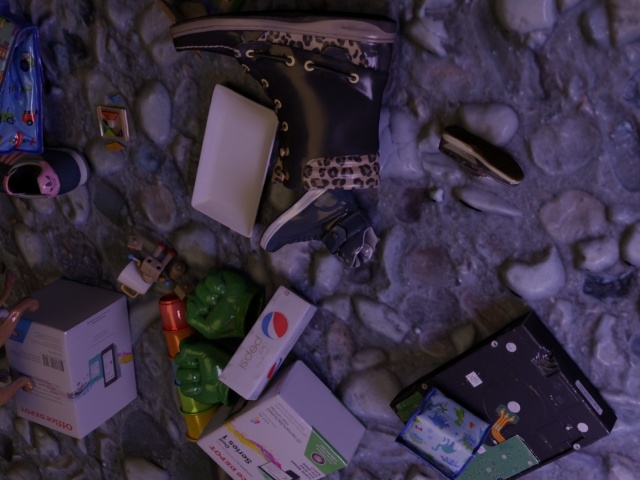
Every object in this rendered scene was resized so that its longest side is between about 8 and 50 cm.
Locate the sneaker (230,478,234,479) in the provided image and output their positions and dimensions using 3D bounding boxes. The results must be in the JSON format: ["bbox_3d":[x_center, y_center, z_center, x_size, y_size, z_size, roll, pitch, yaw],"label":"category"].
[{"bbox_3d":[-0.180,0.562,2.039,0.092,0.087,0.228,50,169,5],"label":"sneaker"}]

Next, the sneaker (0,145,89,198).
[{"bbox_3d":[-0.647,-0.141,2.035,0.319,0.131,0.112,-2,110,33],"label":"sneaker"}]

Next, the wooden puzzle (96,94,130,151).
[{"bbox_3d":[-0.416,-0.233,1.920,0.078,0.014,0.116,3,113,31],"label":"wooden puzzle"}]

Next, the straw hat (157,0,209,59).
[{"bbox_3d":[-0.226,-0.391,1.691,0.061,0.144,0.144,-37,90,-3],"label":"straw hat"}]

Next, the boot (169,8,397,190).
[{"bbox_3d":[-0.063,-0.232,1.574,0.377,0.138,0.284,3,107,11],"label":"boot"}]

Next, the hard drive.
[{"bbox_3d":[0.311,0.297,1.679,0.237,0.064,0.339,51,128,2],"label":"hard drive"}]

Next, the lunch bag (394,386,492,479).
[{"bbox_3d":[0.206,0.351,1.678,0.129,0.096,0.151,35,141,10],"label":"lunch bag"}]

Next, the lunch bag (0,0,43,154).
[{"bbox_3d":[-0.666,-0.342,1.946,0.221,0.138,0.293,28,116,37],"label":"lunch bag"}]

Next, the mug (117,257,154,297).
[{"bbox_3d":[-0.386,0.083,2.029,0.064,0.062,0.078,38,157,1],"label":"mug"}]

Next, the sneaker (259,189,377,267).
[{"bbox_3d":[-0.001,0.000,1.721,0.226,0.086,0.163,-40,85,37],"label":"sneaker"}]

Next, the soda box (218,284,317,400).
[{"bbox_3d":[-0.098,0.194,1.813,0.074,0.069,0.216,33,87,16],"label":"soda box"}]

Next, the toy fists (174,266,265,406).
[{"bbox_3d":[-0.213,0.192,1.904,0.142,0.096,0.279,19,104,22],"label":"toy fists"}]

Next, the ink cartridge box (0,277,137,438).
[{"bbox_3d":[-0.552,0.257,2.120,0.198,0.197,0.270,12,117,27],"label":"ink cartridge box"}]

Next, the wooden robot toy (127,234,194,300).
[{"bbox_3d":[-0.335,0.061,1.975,0.173,0.076,0.079,37,140,0],"label":"wooden robot toy"}]

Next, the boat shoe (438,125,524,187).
[{"bbox_3d":[0.254,-0.127,1.525,0.152,0.056,0.049,40,133,23],"label":"boat shoe"}]

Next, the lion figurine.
[{"bbox_3d":[-0.699,0.268,1.940,0.142,0.240,0.392,18,119,25],"label":"lion figurine"}]

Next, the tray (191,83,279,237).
[{"bbox_3d":[-0.156,-0.148,1.785,0.145,0.030,0.270,29,125,19],"label":"tray"}]

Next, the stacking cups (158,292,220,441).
[{"bbox_3d":[-0.268,0.263,2.018,0.096,0.096,0.316,2,110,32],"label":"stacking cups"}]

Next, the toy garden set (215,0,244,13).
[{"bbox_3d":[-0.196,-0.533,1.616,0.244,0.049,0.204,44,128,7],"label":"toy garden set"}]

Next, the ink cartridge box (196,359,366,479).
[{"bbox_3d":[-0.082,0.389,1.917,0.201,0.117,0.278,47,129,-10],"label":"ink cartridge box"}]
